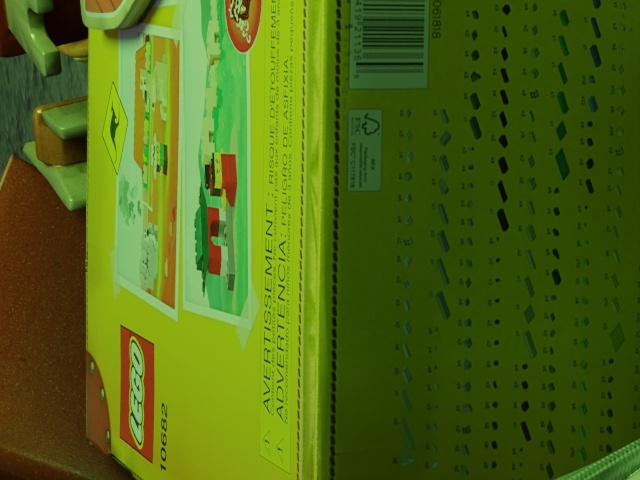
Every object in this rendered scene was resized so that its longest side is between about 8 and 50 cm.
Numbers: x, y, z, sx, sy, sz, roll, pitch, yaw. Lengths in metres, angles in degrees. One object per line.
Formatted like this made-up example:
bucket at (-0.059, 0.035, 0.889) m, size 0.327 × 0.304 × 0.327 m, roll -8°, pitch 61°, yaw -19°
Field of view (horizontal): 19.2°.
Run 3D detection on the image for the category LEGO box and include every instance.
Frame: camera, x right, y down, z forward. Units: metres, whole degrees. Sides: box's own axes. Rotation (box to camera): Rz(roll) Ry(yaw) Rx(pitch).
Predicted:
LEGO box at (0.014, -0.099, 0.992) m, size 0.372 × 0.193 × 0.500 m, roll -161°, pitch 71°, yaw -67°

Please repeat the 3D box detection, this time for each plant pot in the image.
plant pot at (-0.175, 0.153, 1.303) m, size 0.267 × 0.236 × 0.267 m, roll -56°, pitch 16°, yaw 40°

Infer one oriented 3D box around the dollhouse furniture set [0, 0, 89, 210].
dollhouse furniture set at (-0.100, -0.186, 1.261) m, size 0.135 × 0.259 × 0.262 m, roll 44°, pitch 143°, yaw 49°

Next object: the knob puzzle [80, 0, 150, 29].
knob puzzle at (-0.118, -0.198, 1.011) m, size 0.213 × 0.030 × 0.213 m, roll 178°, pitch 90°, yaw -67°

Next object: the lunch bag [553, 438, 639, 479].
lunch bag at (0.213, 0.207, 0.738) m, size 0.212 × 0.256 × 0.305 m, roll 103°, pitch 146°, yaw -50°

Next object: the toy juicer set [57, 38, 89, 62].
toy juicer set at (-0.195, -0.178, 1.647) m, size 0.329 × 0.089 × 0.209 m, roll 51°, pitch 162°, yaw 8°
